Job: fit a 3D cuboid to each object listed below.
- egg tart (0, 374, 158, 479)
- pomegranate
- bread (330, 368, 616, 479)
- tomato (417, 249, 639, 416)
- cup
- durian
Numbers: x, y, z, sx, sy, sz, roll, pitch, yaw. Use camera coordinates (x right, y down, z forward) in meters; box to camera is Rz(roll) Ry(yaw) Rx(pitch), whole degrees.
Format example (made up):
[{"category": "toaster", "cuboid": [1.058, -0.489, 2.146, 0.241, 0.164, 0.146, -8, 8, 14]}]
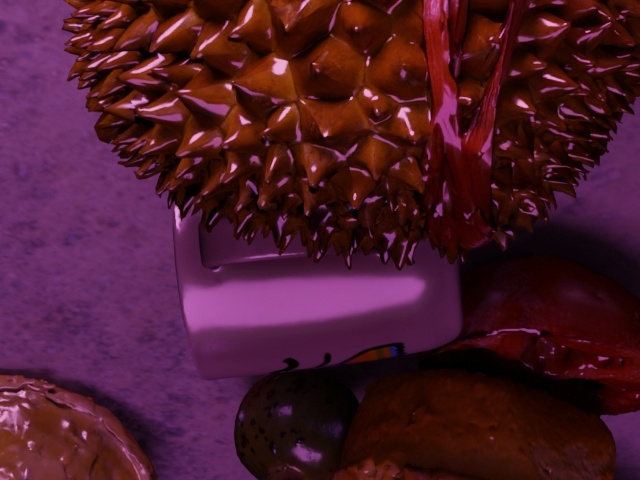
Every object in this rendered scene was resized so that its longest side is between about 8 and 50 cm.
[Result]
[{"category": "egg tart", "cuboid": [-0.304, 0.280, 1.617, 0.315, 0.120, 0.315, -1, 114, -1]}, {"category": "pomegranate", "cuboid": [-0.022, 0.176, 1.546, 0.130, 0.130, 0.130, 2, 141, 1]}, {"category": "bread", "cuboid": [0.132, 0.207, 1.462, 0.268, 0.146, 0.268, 9, 158, 4]}, {"category": "tomato", "cuboid": [0.186, 0.076, 1.434, 0.228, 0.101, 0.228, 4, 155, 2]}, {"category": "cup", "cuboid": [0.000, 0.000, 1.252, 0.200, 0.191, 0.253, -5, 175, 6]}, {"category": "durian", "cuboid": [0.034, -0.138, 1.017, 0.384, 0.347, 0.347, -23, 135, 12]}]
